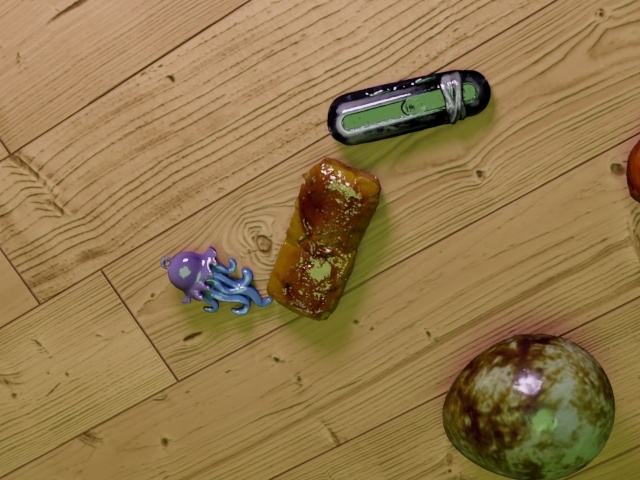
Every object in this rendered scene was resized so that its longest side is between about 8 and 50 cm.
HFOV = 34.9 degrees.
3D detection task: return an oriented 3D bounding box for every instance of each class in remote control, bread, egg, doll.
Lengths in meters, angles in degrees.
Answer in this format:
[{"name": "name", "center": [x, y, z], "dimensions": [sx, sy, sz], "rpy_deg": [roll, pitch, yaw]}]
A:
[{"name": "remote control", "center": [0.138, -0.210, 1.615], "dimensions": [0.266, 0.066, 0.090], "rpy_deg": [-12, 110, 11]}, {"name": "bread", "center": [0.000, -0.001, 1.697], "dimensions": [0.139, 0.077, 0.271], "rpy_deg": [23, 112, 2]}, {"name": "egg", "center": [0.334, 0.273, 1.663], "dimensions": [0.289, 0.238, 0.238], "rpy_deg": [-12, 108, 36]}, {"name": "doll", "center": [-0.180, 0.074, 1.752], "dimensions": [0.206, 0.067, 0.110], "rpy_deg": [25, 95, -13]}]

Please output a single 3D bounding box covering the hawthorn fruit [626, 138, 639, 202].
[{"name": "hawthorn fruit", "center": [0.555, -0.115, 1.557], "dimensions": [0.174, 0.173, 0.179], "rpy_deg": [-9, 80, 10]}]
